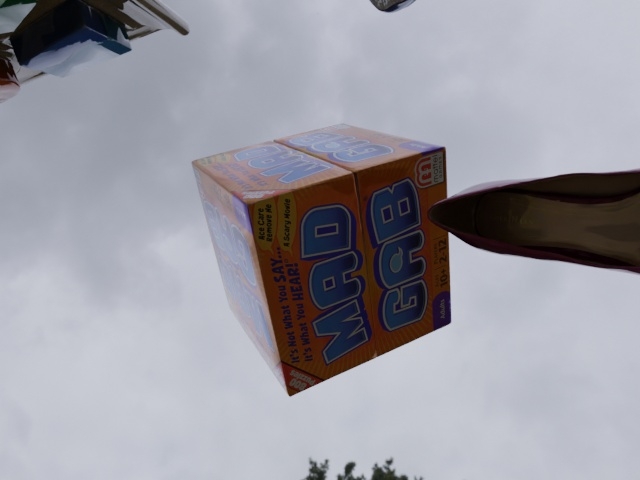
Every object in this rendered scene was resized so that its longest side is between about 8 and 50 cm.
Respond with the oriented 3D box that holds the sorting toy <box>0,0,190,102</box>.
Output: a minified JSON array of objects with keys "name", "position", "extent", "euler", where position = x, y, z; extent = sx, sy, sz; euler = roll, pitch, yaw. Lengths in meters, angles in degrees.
[{"name":"sorting toy","position":[-0.223,-0.115,0.243],"extent":[0.229,0.307,0.041],"euler":[-13,-84,8]}]

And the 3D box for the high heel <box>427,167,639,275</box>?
[{"name":"high heel","position":[0.282,-0.017,0.519],"extent":[0.181,0.377,0.127],"euler":[-1,-91,-18]}]

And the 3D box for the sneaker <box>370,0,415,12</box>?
[{"name":"sneaker","position":[0.070,-0.318,0.495],"extent":[0.112,0.296,0.131],"euler":[29,-99,4]}]

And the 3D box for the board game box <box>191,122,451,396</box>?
[{"name":"board game box","position":[0.000,0.000,0.954],"extent":[0.356,0.356,0.356],"euler":[-19,-64,-21]}]
